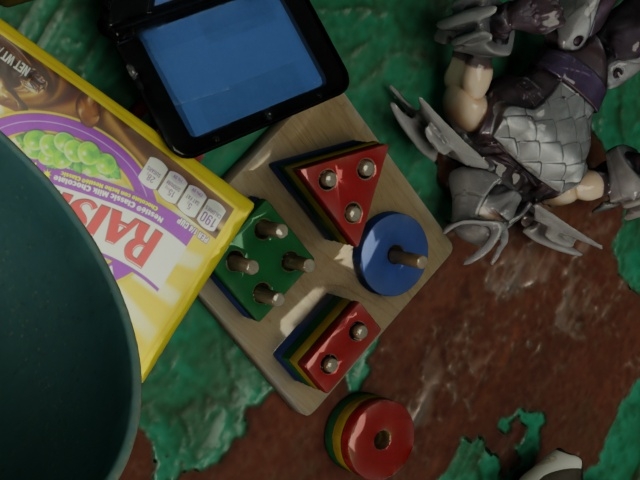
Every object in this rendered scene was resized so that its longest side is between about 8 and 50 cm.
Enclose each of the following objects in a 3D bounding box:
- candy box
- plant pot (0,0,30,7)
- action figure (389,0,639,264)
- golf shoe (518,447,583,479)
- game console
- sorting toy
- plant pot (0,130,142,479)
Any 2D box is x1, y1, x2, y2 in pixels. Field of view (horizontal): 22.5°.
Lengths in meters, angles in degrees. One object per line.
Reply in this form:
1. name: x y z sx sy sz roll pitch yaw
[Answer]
1. candy box: -0.138 -0.031 0.739 0.206 0.027 0.105 36 81 -22
2. plant pot: -0.130 -0.157 0.709 0.081 0.083 0.081 39 76 -32
3. action figure: 0.151 -0.109 0.899 0.185 0.099 0.285 38 81 -41
4. golf shoe: 0.182 0.203 0.986 0.198 0.077 0.094 43 74 -33
5. game console: -0.037 -0.115 0.769 0.122 0.071 0.107 -27 145 -40
6. sorting toy: 0.000 0.000 0.846 0.132 0.046 0.274 -48 120 -18
7. plant pot: -0.240 0.062 0.589 0.290 0.290 0.195 19 124 -35
